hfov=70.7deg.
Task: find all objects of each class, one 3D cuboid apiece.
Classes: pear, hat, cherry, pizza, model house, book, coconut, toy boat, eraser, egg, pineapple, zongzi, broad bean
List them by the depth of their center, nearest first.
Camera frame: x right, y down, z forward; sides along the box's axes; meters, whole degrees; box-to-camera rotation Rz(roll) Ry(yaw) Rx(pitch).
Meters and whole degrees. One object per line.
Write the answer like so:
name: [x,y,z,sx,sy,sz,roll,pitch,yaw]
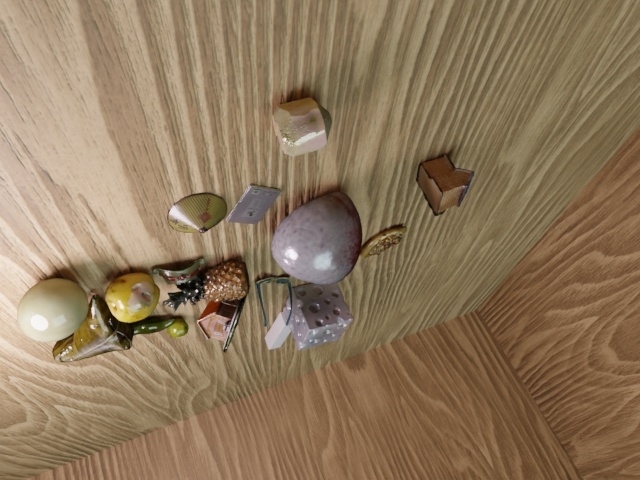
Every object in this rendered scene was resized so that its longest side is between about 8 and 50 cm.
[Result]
coconut: [-0.044,-0.309,1.220,0.153,0.147,0.147,-18,150,-8]
egg: [-0.844,0.224,1.423,0.189,0.188,0.254,6,144,-43]
hat: [-0.381,-0.057,1.432,0.193,0.082,0.193,-18,151,-10]
book: [-0.224,-0.117,1.520,0.127,0.014,0.181,4,139,-42]
pear: [-0.644,0.192,1.560,0.178,0.178,0.178,-19,150,-11]
cherry: [-0.012,-0.002,1.625,0.327,0.291,0.334,-3,127,-17]
toy boat: [-0.507,0.114,1.629,0.185,0.071,0.089,-13,-169,-22]
zongzi: [-0.868,0.319,1.645,0.286,0.134,0.288,-17,137,-6]
model house: [0.484,-0.223,1.718,0.172,0.182,0.166,-21,151,-5]
pineapple: [-0.442,0.177,1.718,0.341,0.169,0.169,-13,150,-6]
model house: [-0.402,0.288,1.858,0.154,0.294,0.206,18,109,-4]
broad bean: [-0.764,0.373,1.866,0.325,0.067,0.075,-15,119,-14]
pear: [-0.622,0.378,1.961,0.097,0.092,0.092,-12,153,10]
pizza: [0.290,0.008,2.075,0.247,0.058,0.127,-25,152,5]
eraser: [-0.219,0.487,2.450,0.076,0.078,0.298,-6,145,-31]

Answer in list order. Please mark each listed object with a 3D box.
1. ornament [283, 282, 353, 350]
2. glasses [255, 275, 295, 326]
ornament: [-0.018,0.365,2.237,0.240,0.239,0.239,-9,147,-24]
glasses: [-0.210,0.267,1.997,0.088,0.220,0.190,2,177,45]
